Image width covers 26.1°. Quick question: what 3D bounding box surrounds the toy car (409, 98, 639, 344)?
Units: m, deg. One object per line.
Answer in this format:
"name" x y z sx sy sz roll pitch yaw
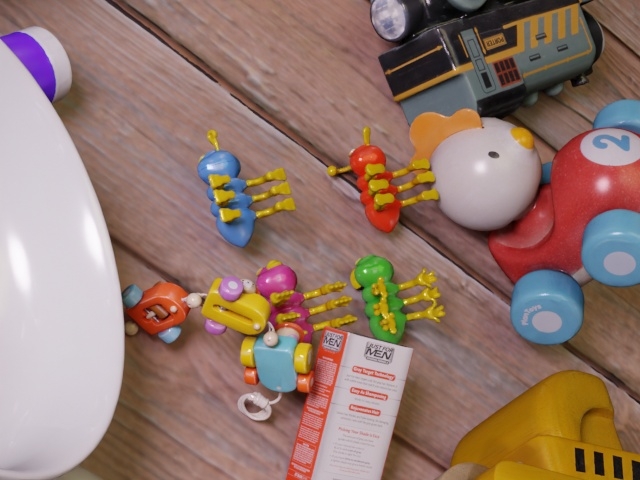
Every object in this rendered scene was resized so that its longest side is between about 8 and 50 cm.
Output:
"toy car" 0.201 -0.063 1.366 0.238 0.210 0.219 32 41 -15

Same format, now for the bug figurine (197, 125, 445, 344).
"bug figurine" 0.000 0.000 1.268 0.279 0.072 0.216 -5 75 -44

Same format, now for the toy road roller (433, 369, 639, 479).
"toy road roller" 0.169 0.232 1.191 0.329 0.202 0.240 17 44 -35

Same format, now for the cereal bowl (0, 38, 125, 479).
"cereal bowl" -0.272 0.012 0.889 0.339 0.141 0.339 55 24 -38

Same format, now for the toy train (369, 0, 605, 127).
"toy train" 0.189 -0.231 1.506 0.334 0.142 0.190 -23 93 -44

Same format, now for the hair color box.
"hair color box" 0.025 0.151 1.181 0.072 0.043 0.141 17 87 -30

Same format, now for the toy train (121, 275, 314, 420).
"toy train" -0.078 0.074 1.143 0.166 0.125 0.046 43 42 -21

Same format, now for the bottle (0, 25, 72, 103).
"bottle" -0.318 -0.095 1.063 0.283 0.092 0.118 -33 85 -43

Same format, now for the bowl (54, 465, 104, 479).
"bowl" -0.207 0.259 0.927 0.298 0.134 0.298 18 56 -29
